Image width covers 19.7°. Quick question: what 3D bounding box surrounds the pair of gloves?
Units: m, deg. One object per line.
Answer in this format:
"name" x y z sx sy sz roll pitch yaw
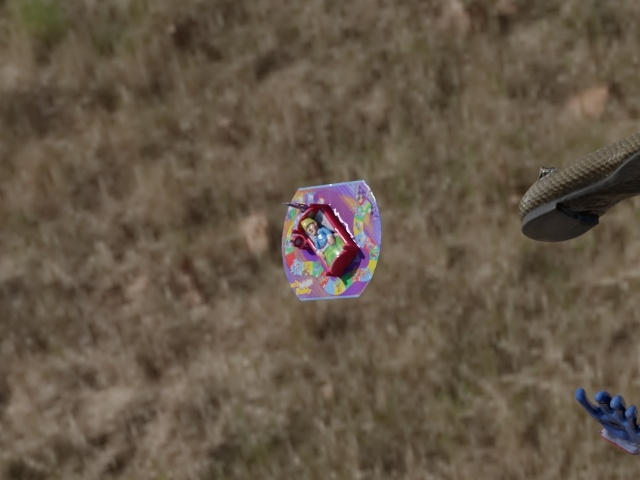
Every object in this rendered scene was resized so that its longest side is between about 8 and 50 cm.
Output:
"pair of gloves" 0.355 0.211 1.923 0.198 0.159 0.023 29 76 18

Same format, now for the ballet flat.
"ballet flat" 0.254 -0.065 1.488 0.250 0.084 0.058 -29 49 47

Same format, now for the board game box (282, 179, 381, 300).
"board game box" 0.000 0.000 2.105 0.033 0.133 0.169 6 -7 -41
